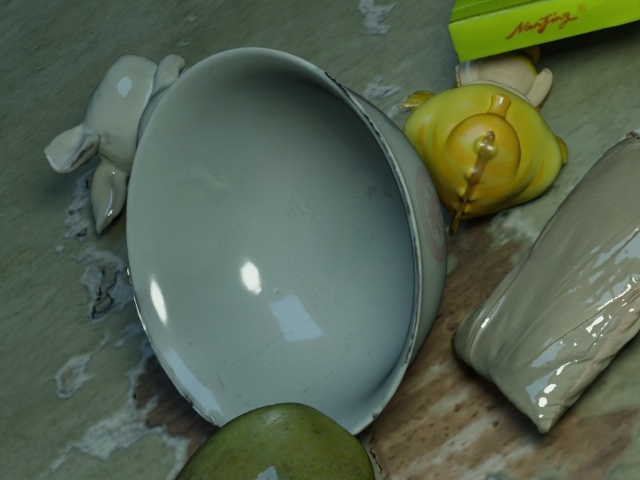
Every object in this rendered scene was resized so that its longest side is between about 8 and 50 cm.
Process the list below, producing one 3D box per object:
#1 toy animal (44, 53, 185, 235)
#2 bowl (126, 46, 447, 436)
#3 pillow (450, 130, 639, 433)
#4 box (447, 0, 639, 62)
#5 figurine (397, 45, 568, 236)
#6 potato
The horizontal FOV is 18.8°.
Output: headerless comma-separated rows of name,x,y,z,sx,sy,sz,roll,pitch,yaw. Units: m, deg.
toy animal,-0.171,-0.102,1.981,0.193,0.127,0.179,2,56,38
bowl,0.000,0.000,1.666,0.345,0.346,0.157,3,10,42
pillow,0.217,0.027,1.573,0.270,0.067,0.173,-47,33,-11
box,0.235,-0.287,1.818,0.187,0.047,0.335,-11,32,22
figurine,0.148,-0.104,1.731,0.156,0.131,0.246,19,39,5
potato,-0.058,0.248,1.515,0.251,0.159,0.174,-54,13,-20
